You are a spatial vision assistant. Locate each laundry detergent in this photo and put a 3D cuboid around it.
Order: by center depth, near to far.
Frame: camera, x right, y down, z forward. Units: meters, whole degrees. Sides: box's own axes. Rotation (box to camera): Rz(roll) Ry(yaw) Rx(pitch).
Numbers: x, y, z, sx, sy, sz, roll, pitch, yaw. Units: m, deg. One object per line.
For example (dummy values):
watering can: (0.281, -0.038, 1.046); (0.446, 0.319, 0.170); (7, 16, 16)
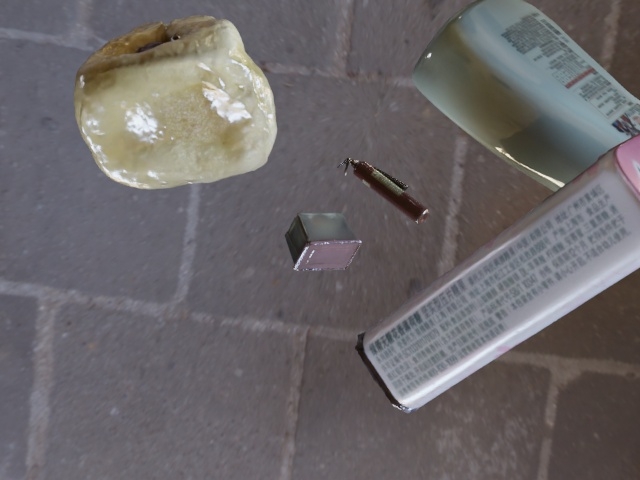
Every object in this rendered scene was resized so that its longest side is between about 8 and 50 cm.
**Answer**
laundry detergent: (0.316, -0.119, 1.249); (0.398, 0.264, 0.124); (41, 123, 11)

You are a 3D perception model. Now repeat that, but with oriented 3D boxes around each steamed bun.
steamed bun: (-0.132, -0.145, 0.999); (0.172, 0.155, 0.140); (-10, 128, 0)

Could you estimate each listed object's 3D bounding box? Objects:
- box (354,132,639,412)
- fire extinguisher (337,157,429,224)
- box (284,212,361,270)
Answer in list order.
box: (0.213, 0.035, 1.077); (0.370, 0.190, 0.112); (-43, 76, 40)
fire extinguisher: (0.103, -0.088, 1.695); (0.173, 0.035, 0.049); (39, 69, 24)
box: (0.000, 0.000, 1.448); (0.085, 0.063, 0.060); (-3, 141, -30)
